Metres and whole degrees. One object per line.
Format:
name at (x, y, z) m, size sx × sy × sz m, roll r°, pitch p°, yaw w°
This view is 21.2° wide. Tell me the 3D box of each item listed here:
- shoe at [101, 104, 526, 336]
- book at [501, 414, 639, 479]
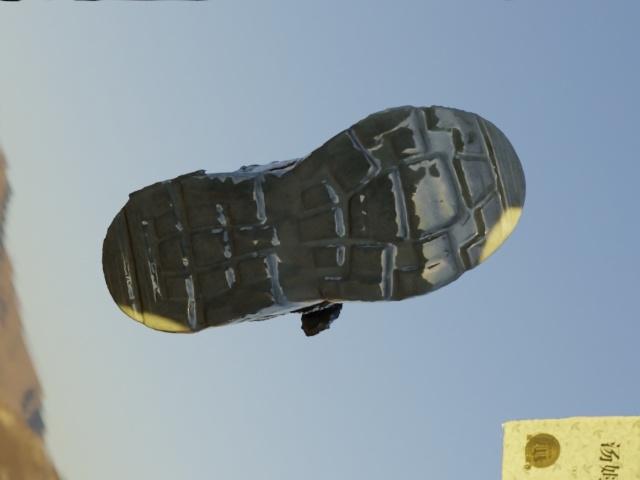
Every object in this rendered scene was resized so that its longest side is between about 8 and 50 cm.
shoe at (0.000, -0.001, 0.935) m, size 0.125 × 0.228 × 0.099 m, roll 69°, pitch 8°, yaw -79°
book at (0.194, 0.166, 1.030) m, size 0.014 × 0.182 × 0.127 m, roll 48°, pitch 43°, yaw -56°
